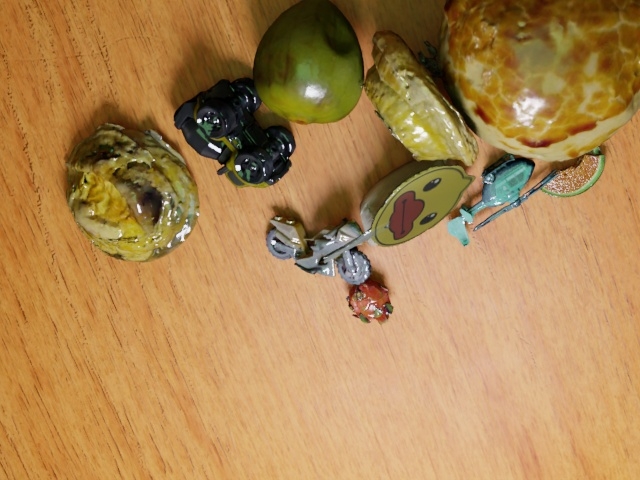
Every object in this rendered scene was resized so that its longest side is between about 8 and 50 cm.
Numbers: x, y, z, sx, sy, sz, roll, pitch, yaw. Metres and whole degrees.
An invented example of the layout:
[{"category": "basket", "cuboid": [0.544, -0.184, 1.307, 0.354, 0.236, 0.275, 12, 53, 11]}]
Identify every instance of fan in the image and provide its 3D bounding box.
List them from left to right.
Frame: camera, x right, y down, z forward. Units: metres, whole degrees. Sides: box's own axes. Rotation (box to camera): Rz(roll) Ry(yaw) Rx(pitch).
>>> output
[{"category": "fan", "cuboid": [0.148, -0.045, 1.736, 0.335, 0.229, 0.011, -29, 63, -12]}]

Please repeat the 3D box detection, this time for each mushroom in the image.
[{"category": "mushroom", "cuboid": [0.159, -0.087, 1.792, 0.108, 0.096, 0.247, 43, 105, -12]}]

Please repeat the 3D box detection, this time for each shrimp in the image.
[{"category": "shrimp", "cuboid": [0.214, -0.331, 1.758, 0.038, 0.029, 0.092, -35, 94, 22]}]

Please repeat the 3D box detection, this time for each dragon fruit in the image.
[{"category": "dragon fruit", "cuboid": [0.103, 0.126, 1.867, 0.086, 0.081, 0.116, -35, 122, 28]}]

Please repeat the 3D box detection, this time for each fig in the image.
[{"category": "fig", "cuboid": [-0.022, -0.325, 1.691, 0.207, 0.207, 0.230, 2, 105, 6]}]

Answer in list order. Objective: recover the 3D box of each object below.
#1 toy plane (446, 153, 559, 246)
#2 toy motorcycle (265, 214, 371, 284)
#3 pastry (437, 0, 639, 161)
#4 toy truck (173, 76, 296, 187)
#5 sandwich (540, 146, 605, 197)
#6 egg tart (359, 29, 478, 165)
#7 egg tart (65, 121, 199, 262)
[{"category": "toy plane", "cuboid": [0.336, -0.089, 1.791, 0.235, 0.060, 0.096, -37, 98, 15]}, {"category": "toy motorcycle", "cuboid": [0.000, 0.000, 1.830, 0.229, 0.094, 0.129, 18, 120, 22]}, {"category": "pastry", "cuboid": [0.386, -0.325, 1.592, 0.389, 0.312, 0.388, 2, 109, 5]}, {"category": "toy truck", "cuboid": [-0.169, -0.191, 1.790, 0.165, 0.147, 0.224, -29, 104, 37]}, {"category": "sandwich", "cuboid": [0.485, -0.121, 1.783, 0.135, 0.029, 0.067, -32, 94, 14]}, {"category": "egg tart", "cuboid": [0.168, -0.237, 1.655, 0.115, 0.290, 0.290, -36, 99, 12]}, {"category": "egg tart", "cuboid": [-0.386, -0.088, 1.843, 0.297, 0.132, 0.297, 3, 104, 12]}]
